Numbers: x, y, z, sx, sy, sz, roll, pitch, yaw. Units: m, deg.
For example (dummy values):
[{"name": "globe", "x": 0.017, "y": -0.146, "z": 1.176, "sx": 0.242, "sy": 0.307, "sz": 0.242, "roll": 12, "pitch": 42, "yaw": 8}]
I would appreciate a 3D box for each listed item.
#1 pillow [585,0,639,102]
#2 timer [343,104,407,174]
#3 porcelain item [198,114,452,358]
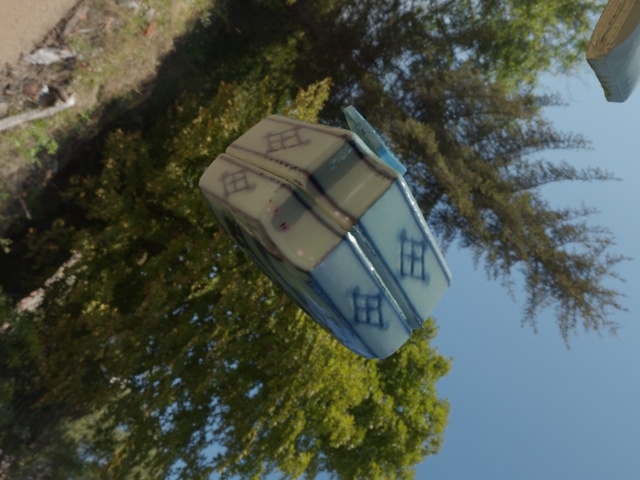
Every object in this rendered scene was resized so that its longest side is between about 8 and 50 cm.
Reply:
[{"name": "pillow", "x": 0.746, "y": -0.516, "z": 1.085, "sx": 0.120, "sy": 0.255, "sz": 0.322, "roll": 29, "pitch": -83, "yaw": 43}, {"name": "timer", "x": 0.185, "y": -0.333, "z": 1.565, "sx": 0.091, "sy": 0.232, "sz": 0.250, "roll": -34, "pitch": 157, "yaw": 6}, {"name": "porcelain item", "x": 0.000, "y": 0.000, "z": 0.582, "sx": 0.157, "sy": 0.281, "sz": 0.286, "roll": -45, "pitch": -141, "yaw": -13}]
